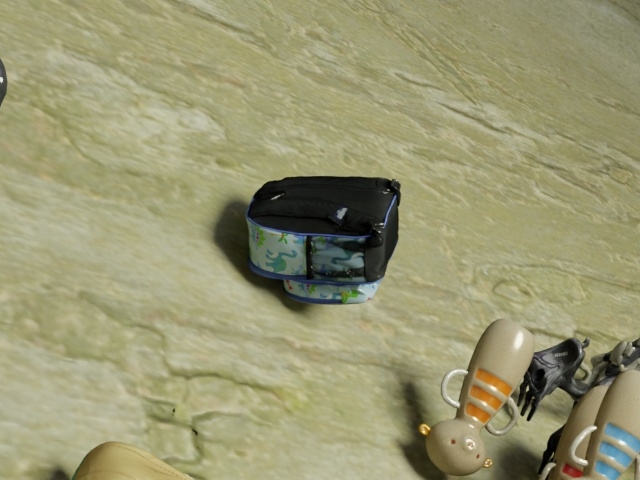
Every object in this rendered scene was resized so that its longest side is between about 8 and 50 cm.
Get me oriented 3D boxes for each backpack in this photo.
[{"bbox_3d":[0.000,0.000,0.994,0.114,0.084,0.105,5,27,10],"label":"backpack"}]

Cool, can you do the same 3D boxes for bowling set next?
[{"bbox_3d":[0.226,0.186,0.933,0.287,0.154,0.200,32,-12,-15],"label":"bowling set"}]

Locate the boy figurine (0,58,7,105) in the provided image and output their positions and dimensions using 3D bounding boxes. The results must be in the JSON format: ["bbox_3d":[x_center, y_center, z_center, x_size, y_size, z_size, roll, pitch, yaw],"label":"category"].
[{"bbox_3d":[-0.314,-0.099,0.714,0.285,0.092,0.177,-8,57,-55],"label":"boy figurine"}]

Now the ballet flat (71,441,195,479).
[{"bbox_3d":[-0.042,0.182,0.735,0.232,0.080,0.073,35,16,-22],"label":"ballet flat"}]

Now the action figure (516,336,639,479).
[{"bbox_3d":[0.301,0.153,1.157,0.276,0.141,0.164,2,47,-31],"label":"action figure"}]
